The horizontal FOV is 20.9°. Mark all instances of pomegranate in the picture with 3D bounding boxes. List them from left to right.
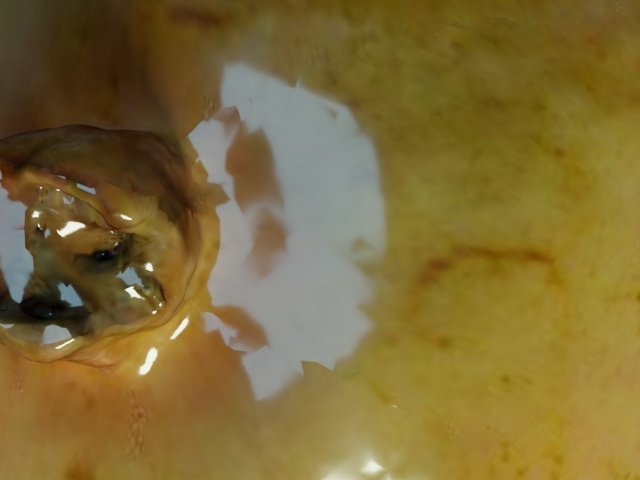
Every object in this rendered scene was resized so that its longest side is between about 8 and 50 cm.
[{"bbox_3d":[0.000,0.000,0.425,0.229,0.270,0.252,32,97,27],"label":"pomegranate"}]
